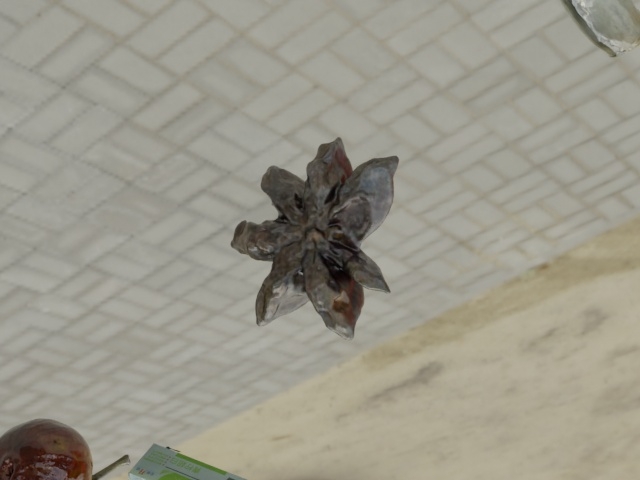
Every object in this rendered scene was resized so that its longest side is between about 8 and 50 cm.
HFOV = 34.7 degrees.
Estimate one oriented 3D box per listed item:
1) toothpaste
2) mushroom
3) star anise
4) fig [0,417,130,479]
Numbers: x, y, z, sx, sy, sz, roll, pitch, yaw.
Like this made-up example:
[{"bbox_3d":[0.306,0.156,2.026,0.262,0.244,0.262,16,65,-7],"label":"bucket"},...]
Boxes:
[{"bbox_3d":[-0.152,0.428,1.674,0.336,0.081,0.067,15,128,23],"label":"toothpaste"},{"bbox_3d":[0.280,-0.301,1.109,0.096,0.099,0.278,14,158,42],"label":"mushroom"},{"bbox_3d":[-0.013,-0.005,1.067,0.196,0.212,0.073,-1,171,31],"label":"star anise"},{"bbox_3d":[-0.477,0.427,1.810,0.186,0.204,0.249,-2,157,16],"label":"fig"}]
